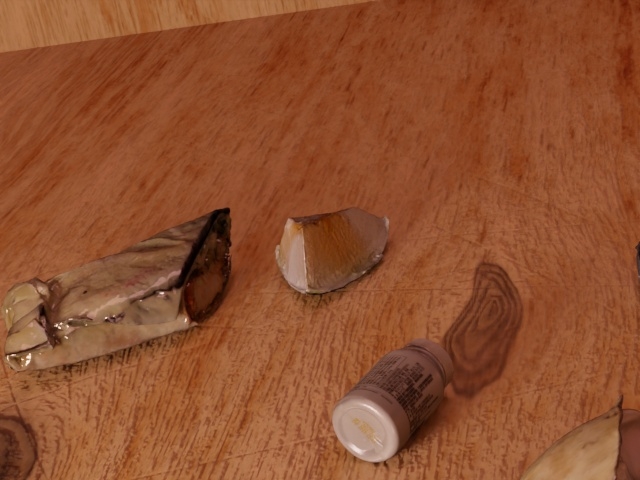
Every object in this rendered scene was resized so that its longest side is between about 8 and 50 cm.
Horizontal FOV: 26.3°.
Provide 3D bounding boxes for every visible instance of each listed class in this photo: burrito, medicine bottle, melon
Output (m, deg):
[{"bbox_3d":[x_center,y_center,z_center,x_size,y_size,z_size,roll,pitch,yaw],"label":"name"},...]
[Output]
[{"bbox_3d":[-0.243,0.073,1.743,0.347,0.107,0.175,-21,41,-15],"label":"burrito"},{"bbox_3d":[0.079,0.162,1.420,0.079,0.079,0.140,5,29,34],"label":"medicine bottle"},{"bbox_3d":[-0.002,0.004,1.798,0.139,0.093,0.202,-2,20,38],"label":"melon"}]

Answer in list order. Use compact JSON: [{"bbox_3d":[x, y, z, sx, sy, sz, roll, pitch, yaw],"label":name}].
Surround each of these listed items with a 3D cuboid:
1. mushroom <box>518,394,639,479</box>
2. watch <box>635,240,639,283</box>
[{"bbox_3d":[0.219,0.267,1.040,0.189,0.195,0.254,-37,19,29],"label":"mushroom"},{"bbox_3d":[0.471,0.019,1.572,0.206,0.068,0.193,-1,29,30],"label":"watch"}]
